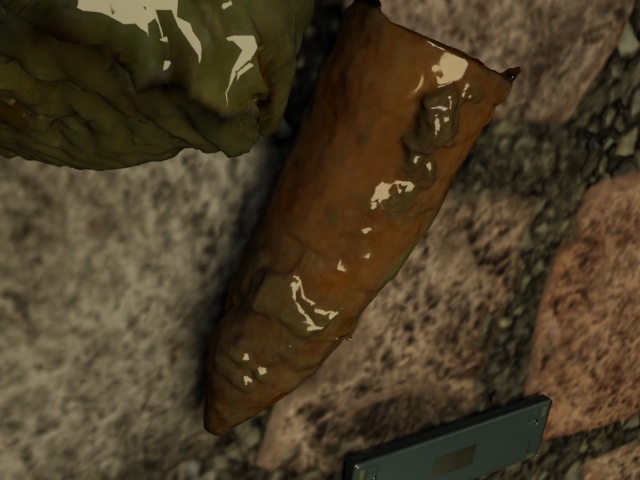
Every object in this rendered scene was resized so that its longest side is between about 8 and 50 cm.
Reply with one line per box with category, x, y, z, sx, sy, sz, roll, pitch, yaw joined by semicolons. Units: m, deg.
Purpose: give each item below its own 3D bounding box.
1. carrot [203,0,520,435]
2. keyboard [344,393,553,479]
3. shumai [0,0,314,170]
carrot;0.000;0.000;0.616;0.102;0.102;0.263;18;109;-41
keyboard;0.090;0.152;0.804;0.176;0.014;0.055;-12;121;-31
shumai;-0.116;-0.148;0.409;0.256;0.189;0.218;17;86;-25
